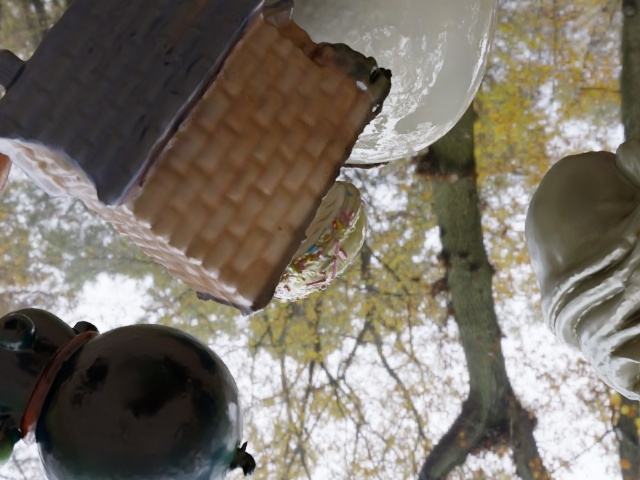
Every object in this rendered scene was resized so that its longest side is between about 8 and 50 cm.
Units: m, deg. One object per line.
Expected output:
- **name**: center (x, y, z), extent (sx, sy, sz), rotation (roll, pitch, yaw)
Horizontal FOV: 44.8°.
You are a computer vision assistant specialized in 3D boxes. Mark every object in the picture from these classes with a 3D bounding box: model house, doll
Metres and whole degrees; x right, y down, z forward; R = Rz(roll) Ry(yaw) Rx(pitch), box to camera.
- **model house**: center (-0.096, -0.076, 0.448), extent (0.183, 0.172, 0.166), rotation (6, -116, 59)
- **doll**: center (-0.214, 0.169, 0.771), extent (0.322, 0.186, 0.198), rotation (18, -135, 3)

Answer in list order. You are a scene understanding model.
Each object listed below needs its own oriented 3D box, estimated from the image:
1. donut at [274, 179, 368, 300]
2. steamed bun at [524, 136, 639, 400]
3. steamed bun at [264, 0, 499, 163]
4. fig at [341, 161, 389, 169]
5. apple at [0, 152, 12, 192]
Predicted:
- **donut**: center (0.001, 0.002, 0.877), extent (0.166, 0.065, 0.108), rotation (-51, -151, -20)
- **steamed bun**: center (0.350, 0.043, 0.690), extent (0.324, 0.219, 0.310), rotation (15, 170, -12)
- **steamed bun**: center (0.037, -0.227, 0.648), extent (0.206, 0.324, 0.324), rotation (-6, -148, -2)
- **fig**: center (-0.025, -0.138, 1.086), extent (0.202, 0.148, 0.149), rotation (10, -127, -15)
- **apple**: center (-0.340, -0.070, 0.663), extent (0.163, 0.139, 0.163), rotation (-25, -146, 19)
